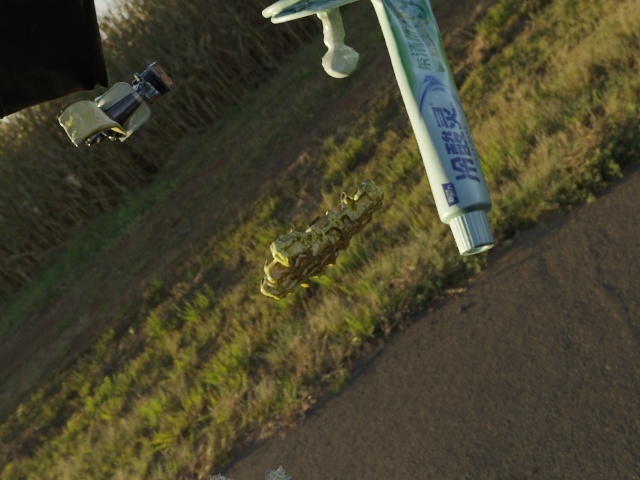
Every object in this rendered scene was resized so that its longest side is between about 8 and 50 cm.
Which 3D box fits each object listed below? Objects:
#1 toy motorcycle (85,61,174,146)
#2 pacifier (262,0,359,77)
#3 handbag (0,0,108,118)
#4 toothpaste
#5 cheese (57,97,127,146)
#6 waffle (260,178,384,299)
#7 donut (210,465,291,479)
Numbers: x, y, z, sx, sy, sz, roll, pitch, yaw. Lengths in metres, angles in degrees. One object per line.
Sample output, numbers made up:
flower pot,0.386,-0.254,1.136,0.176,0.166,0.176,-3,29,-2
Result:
toy motorcycle,-0.356,-0.248,1.196,0.157,0.091,0.263,-38,20,10
pacifier,0.004,-0.235,0.713,0.126,0.117,0.150,-9,24,12
handbag,-0.466,-0.317,1.056,0.223,0.080,0.247,-28,-29,-27
toothpaste,0.109,-0.130,0.629,0.074,0.297,0.048,-7,-17,-22
cheese,-0.315,-0.167,0.915,0.084,0.060,0.041,-15,-35,-49
waffle,-0.002,-0.002,0.830,0.194,0.051,0.149,-30,-24,-43
donut,-0.130,0.484,1.228,0.165,0.117,0.065,2,38,-2
